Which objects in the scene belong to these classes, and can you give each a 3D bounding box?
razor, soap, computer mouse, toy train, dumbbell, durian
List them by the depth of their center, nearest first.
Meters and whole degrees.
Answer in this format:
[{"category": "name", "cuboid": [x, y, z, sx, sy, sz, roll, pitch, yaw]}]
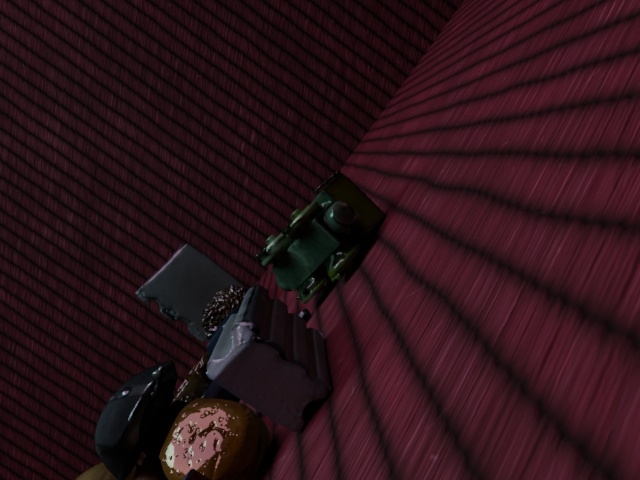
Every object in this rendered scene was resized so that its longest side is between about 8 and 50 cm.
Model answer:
[{"category": "soap", "cuboid": [-0.070, 0.159, 0.968, 0.094, 0.150, 0.261, -50, 6, 4]}, {"category": "computer mouse", "cuboid": [-0.296, 0.265, 1.080, 0.167, 0.090, 0.379, -63, 3, -39]}, {"category": "dumbbell", "cuboid": [-0.163, 0.262, 1.146, 0.316, 0.156, 0.144, -61, -21, -54]}, {"category": "toy train", "cuboid": [0.000, 0.000, 1.341, 0.188, 0.159, 0.272, -46, -1, -42]}, {"category": "razor", "cuboid": [-0.082, 0.208, 1.370, 0.190, 0.033, 0.066, -49, 52, 18]}, {"category": "durian", "cuboid": [-0.165, 0.194, 1.495, 0.167, 0.196, 0.196, -65, 8, -11]}, {"category": "soap", "cuboid": [-0.362, 0.190, 2.157, 0.213, 0.350, 0.435, -56, 4, -9]}]

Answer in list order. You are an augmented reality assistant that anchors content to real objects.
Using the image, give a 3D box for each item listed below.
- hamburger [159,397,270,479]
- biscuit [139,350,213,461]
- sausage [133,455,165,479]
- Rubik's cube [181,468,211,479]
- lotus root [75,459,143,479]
[{"category": "hamburger", "cuboid": [-0.144, 0.286, 0.923, 0.147, 0.083, 0.138, 3, 57, 32]}, {"category": "biscuit", "cuboid": [-0.305, 0.411, 1.562, 0.268, 0.115, 0.366, -52, 5, 17]}, {"category": "sausage", "cuboid": [-0.287, 0.471, 1.014, 0.088, 0.088, 0.433, -50, 18, 35]}, {"category": "Rubik's cube", "cuboid": [-0.150, 0.347, 0.798, 0.092, 0.092, 0.092, -51, 7, 32]}, {"category": "lotus root", "cuboid": [-0.407, 0.498, 1.336, 0.303, 0.146, 0.131, 65, -157, -76]}]
